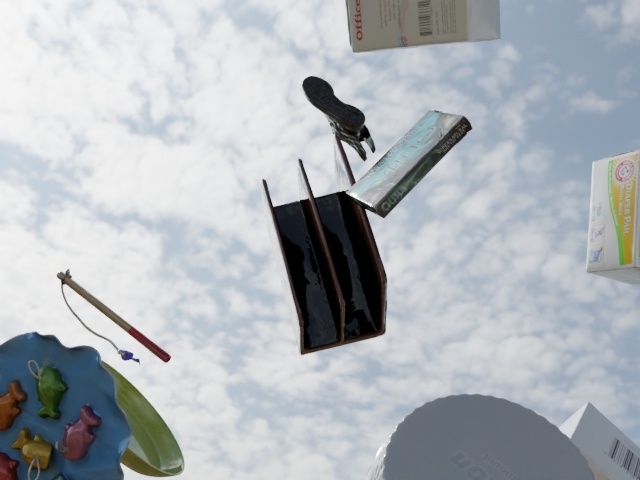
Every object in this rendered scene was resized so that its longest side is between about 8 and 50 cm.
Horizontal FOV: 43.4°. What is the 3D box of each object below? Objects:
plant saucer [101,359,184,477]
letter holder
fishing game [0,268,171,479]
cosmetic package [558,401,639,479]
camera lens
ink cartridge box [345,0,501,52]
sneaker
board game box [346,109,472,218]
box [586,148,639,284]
[{"bbox_3d":[-0.300,0.270,1.211,0.241,0.037,0.241,48,-2,2],"label":"plant saucer"},{"bbox_3d":[0.000,0.000,1.347,0.151,0.302,0.214,-13,-31,-7],"label":"letter holder"},{"bbox_3d":[-0.244,0.165,0.676,0.189,0.264,0.041,34,6,23],"label":"fishing game"},{"bbox_3d":[0.375,0.475,1.308,0.217,0.156,0.385,42,-60,14],"label":"cosmetic package"},{"bbox_3d":[0.137,0.313,0.793,0.219,0.219,0.274,12,-49,4],"label":"camera lens"},{"bbox_3d":[0.139,-0.350,1.130,0.212,0.093,0.154,6,-73,43],"label":"ink cartridge box"},{"bbox_3d":[0.032,-0.223,1.467,0.170,0.051,0.089,40,-18,15],"label":"sneaker"},{"bbox_3d":[0.129,-0.117,1.192,0.026,0.186,0.126,45,-3,-21],"label":"board game box"},{"bbox_3d":[0.532,-0.037,1.361,0.114,0.203,0.103,15,-14,-28],"label":"box"}]
